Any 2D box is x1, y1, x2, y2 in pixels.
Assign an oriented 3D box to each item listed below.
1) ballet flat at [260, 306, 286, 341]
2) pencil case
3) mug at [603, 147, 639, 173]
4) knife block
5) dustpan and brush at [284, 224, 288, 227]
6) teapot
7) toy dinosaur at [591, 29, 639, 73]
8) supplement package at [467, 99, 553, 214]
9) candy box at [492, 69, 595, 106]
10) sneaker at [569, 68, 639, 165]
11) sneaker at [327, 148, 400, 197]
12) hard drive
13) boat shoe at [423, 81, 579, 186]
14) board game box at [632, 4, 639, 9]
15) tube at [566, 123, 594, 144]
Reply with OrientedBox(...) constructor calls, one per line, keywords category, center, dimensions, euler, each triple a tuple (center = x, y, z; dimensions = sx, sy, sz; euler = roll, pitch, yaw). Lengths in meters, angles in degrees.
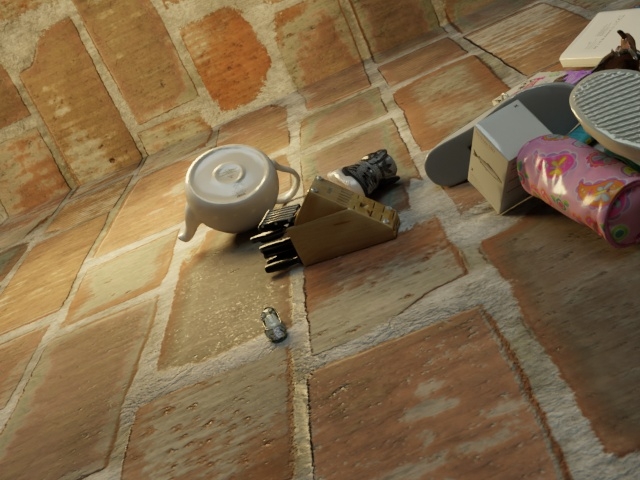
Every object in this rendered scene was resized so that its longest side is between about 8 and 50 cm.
OrientedBox(category="ballet flat", center=(-0.091, 0.151, 1.672), dimensions=(0.041, 0.041, 0.114), euler=(-27, 20, -4))
OrientedBox(category="pencil case", center=(0.436, -0.087, 1.483), dimensions=(0.124, 0.124, 0.284), euler=(-28, 28, -8))
OrientedBox(category="mug", center=(0.542, -0.124, 1.521), dimensions=(0.097, 0.157, 0.129), euler=(-33, 45, -14))
OrientedBox(category="knife block", center=(0.000, 0.000, 1.916), dimensions=(0.276, 0.242, 0.088), euler=(23, 29, 0))
OrientedBox(category="dustpan and brush", center=(0.024, -0.042, 2.021), dimensions=(0.147, 0.060, 0.211), euler=(-23, 9, -35))
OrientedBox(category="teapot", center=(-0.212, -0.109, 2.289), dimensions=(0.256, 0.187, 0.252), euler=(11, 53, 17))
OrientedBox(category="toy dinosaur", center=(0.614, -0.284, 1.703), dimensions=(0.127, 0.200, 0.295), euler=(-25, 20, 0))
OrientedBox(category="supplement package", center=(0.350, -0.153, 1.682), dimensions=(0.105, 0.179, 0.105), euler=(-29, 61, -13))
OrientedBox(category="candy box", center=(0.530, -0.333, 2.119), dimensions=(0.165, 0.070, 0.196), euler=(-32, 21, -20))
OrientedBox(category="sneaker", center=(0.534, -0.133, 1.383), dimensions=(0.135, 0.150, 0.366), euler=(-41, 48, -5))
OrientedBox(category="sneaker", center=(0.106, -0.146, 2.071), dimensions=(0.153, 0.101, 0.268), euler=(-26, 10, -2))
OrientedBox(category="hard drive", center=(0.771, -0.506, 2.239), dimensions=(0.203, 0.040, 0.308), euler=(-47, 30, -19))
OrientedBox(category="boat shoe", center=(0.401, -0.240, 1.968), dimensions=(0.367, 0.135, 0.156), euler=(-30, 11, 23))
OrientedBox(category="board game box", center=(0.871, -0.576, 2.370), dimensions=(0.160, 0.047, 0.210), euler=(-5, 29, 43))
OrientedBox(category="tube", center=(0.560, -0.231, 1.867), dimensions=(0.207, 0.052, 0.080), euler=(-37, 10, -17))
